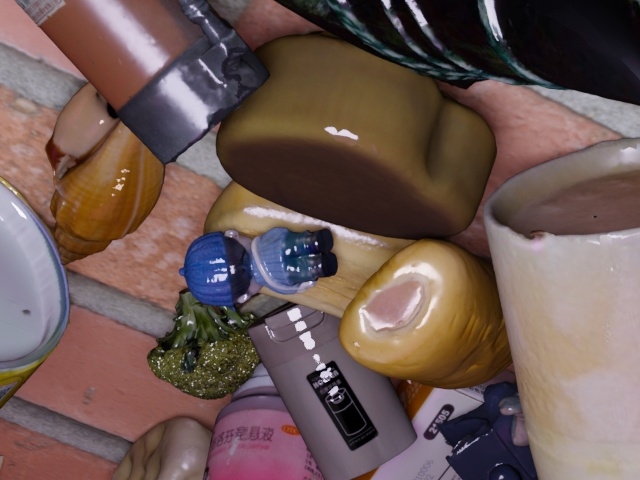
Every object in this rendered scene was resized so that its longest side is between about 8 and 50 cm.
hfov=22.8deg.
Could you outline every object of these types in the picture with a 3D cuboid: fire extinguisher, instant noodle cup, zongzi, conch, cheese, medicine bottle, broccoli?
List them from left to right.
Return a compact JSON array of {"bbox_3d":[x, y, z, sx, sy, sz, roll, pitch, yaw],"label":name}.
[{"bbox_3d":[-0.416,0.075,1.547,0.326,0.325,0.254,35,126,-27],"label":"instant noodle cup"},{"bbox_3d":[-0.180,-0.246,1.181,0.376,0.113,0.200,47,124,-8],"label":"fire extinguisher"},{"bbox_3d":[-0.174,-0.096,1.438,0.109,0.093,0.330,45,121,21],"label":"conch"},{"bbox_3d":[-0.182,0.316,1.865,0.117,0.218,0.235,28,106,-19],"label":"cheese"},{"bbox_3d":[-0.118,0.107,1.660,0.130,0.131,0.120,-5,102,38],"label":"broccoli"},{"bbox_3d":[-0.050,0.234,1.685,0.147,0.247,0.147,6,142,5],"label":"medicine bottle"},{"bbox_3d":[0.128,-0.177,1.051,0.319,0.362,0.383,13,146,-32],"label":"zongzi"},{"bbox_3d":[0.291,0.136,1.361,0.236,0.235,0.406,-6,110,20],"label":"medicine bottle"}]

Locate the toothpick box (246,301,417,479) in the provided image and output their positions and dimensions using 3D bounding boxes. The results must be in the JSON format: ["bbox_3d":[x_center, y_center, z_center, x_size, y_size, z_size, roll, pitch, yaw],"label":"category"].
[{"bbox_3d":[0.011,0.142,1.603,0.111,0.111,0.180,-24,94,36],"label":"toothpick box"}]

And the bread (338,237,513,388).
[{"bbox_3d":[0.119,0.078,1.454,0.142,0.091,0.305,-51,159,8],"label":"bread"}]

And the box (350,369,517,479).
[{"bbox_3d":[0.150,0.262,1.734,0.221,0.091,0.273,22,119,-15],"label":"box"}]

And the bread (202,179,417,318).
[{"bbox_3d":[0.000,0.000,1.499,0.217,0.098,0.147,21,138,-6],"label":"bread"}]

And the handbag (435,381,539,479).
[{"bbox_3d":[0.300,0.187,1.576,0.326,0.118,0.269,-34,118,15],"label":"handbag"}]

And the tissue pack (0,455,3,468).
[{"bbox_3d":[-0.494,0.337,1.960,0.148,0.196,0.092,24,140,-16],"label":"tissue pack"}]

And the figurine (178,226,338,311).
[{"bbox_3d":[-0.058,0.025,1.415,0.136,0.079,0.077,-9,94,33],"label":"figurine"}]

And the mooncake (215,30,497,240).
[{"bbox_3d":[0.023,-0.090,1.345,0.235,0.117,0.235,17,166,4],"label":"mooncake"}]
